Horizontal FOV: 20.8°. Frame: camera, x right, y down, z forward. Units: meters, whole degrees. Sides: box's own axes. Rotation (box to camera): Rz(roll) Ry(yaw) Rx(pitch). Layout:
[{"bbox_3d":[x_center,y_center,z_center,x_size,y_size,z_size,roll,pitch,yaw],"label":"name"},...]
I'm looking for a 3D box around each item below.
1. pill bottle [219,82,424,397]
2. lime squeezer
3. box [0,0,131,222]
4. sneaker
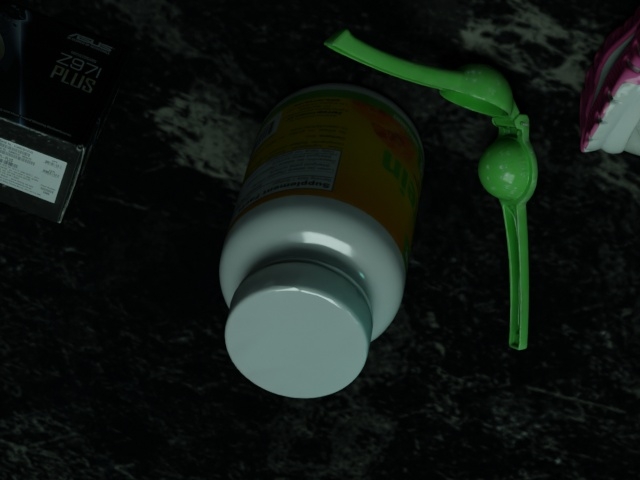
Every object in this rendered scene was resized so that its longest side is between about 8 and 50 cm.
[{"bbox_3d":[0.000,0.000,1.299,0.136,0.245,0.136,5,127,6],"label":"pill bottle"},{"bbox_3d":[0.121,-0.061,1.322,0.059,0.110,0.310,-3,130,43],"label":"lime squeezer"},{"bbox_3d":[-0.253,-0.111,1.323,0.180,0.147,0.077,21,126,-5],"label":"box"},{"bbox_3d":[0.280,-0.153,1.240,0.111,0.103,0.252,18,133,-9],"label":"sneaker"}]
